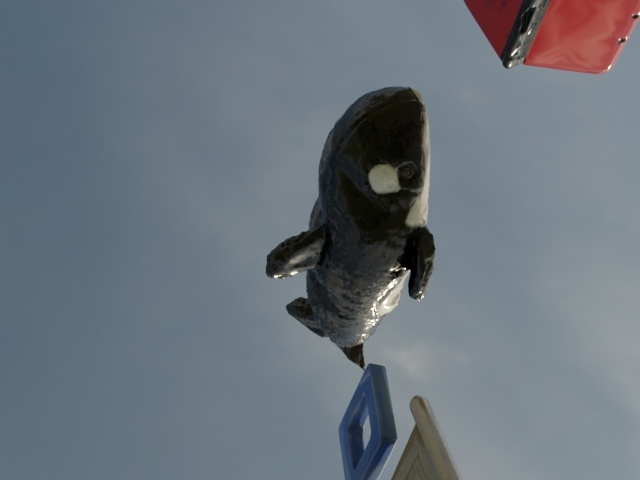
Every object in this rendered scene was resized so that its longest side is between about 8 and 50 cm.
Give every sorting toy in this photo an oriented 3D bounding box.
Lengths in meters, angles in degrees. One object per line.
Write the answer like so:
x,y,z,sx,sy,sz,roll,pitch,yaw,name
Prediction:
0.058,0.209,0.701,0.047,0.196,0.348,10,-155,-15,sorting toy

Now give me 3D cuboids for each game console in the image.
0.189,-0.207,1.084,0.085,0.144,0.124,-21,-112,-17,game console

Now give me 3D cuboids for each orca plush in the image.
0.000,0.000,0.991,0.102,0.287,0.151,-9,-112,-18,orca plush
